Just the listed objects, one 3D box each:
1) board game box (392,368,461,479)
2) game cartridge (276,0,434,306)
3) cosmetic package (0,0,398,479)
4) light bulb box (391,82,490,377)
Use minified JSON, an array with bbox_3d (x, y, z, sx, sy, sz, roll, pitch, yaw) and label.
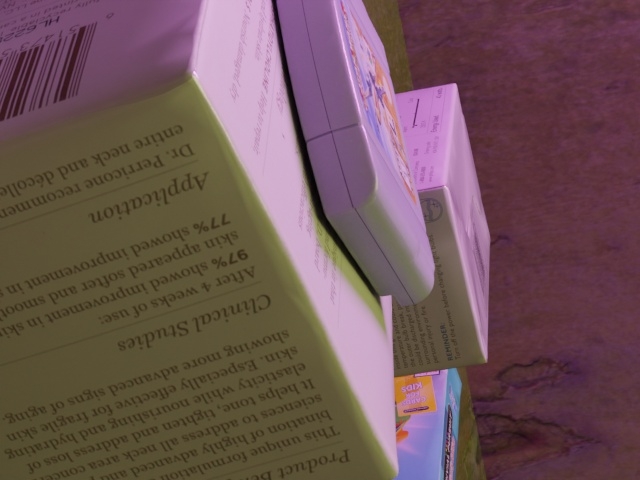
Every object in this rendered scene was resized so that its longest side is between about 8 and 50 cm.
[{"bbox_3d":[0.047,0.293,2.222,0.336,0.254,0.079,-81,156,-51],"label":"board game box"},{"bbox_3d":[0.024,-0.113,1.419,0.198,0.062,0.297,62,14,-57],"label":"game cartridge"},{"bbox_3d":[-0.155,-0.004,1.372,0.327,0.329,0.393,-89,158,-56],"label":"cosmetic package"},{"bbox_3d":[0.000,0.000,1.978,0.358,0.361,0.225,-74,152,-66],"label":"light bulb box"}]
